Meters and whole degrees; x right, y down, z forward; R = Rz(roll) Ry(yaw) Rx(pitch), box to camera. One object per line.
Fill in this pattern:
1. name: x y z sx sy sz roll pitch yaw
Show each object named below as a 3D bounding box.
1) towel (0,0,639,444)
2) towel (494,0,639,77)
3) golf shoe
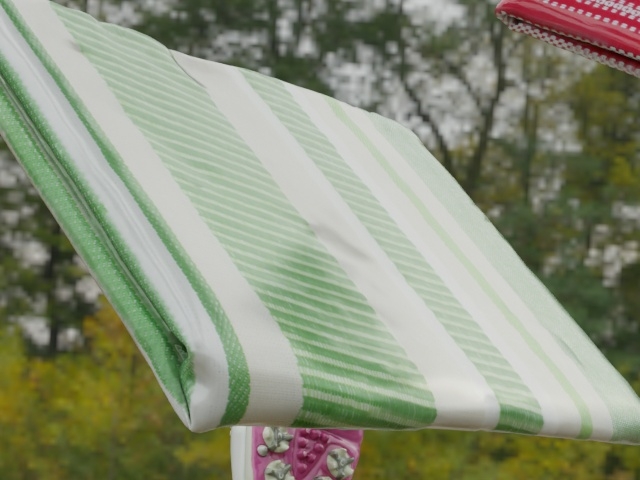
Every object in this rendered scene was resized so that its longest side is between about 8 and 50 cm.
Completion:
1. towel: 0.000 0.000 0.722 0.325 0.038 0.248 12 33 -52
2. towel: 0.247 -0.184 0.855 0.199 0.275 0.031 25 -26 29
3. golf shoe: -0.038 0.134 1.364 0.115 0.306 0.140 34 -47 -26
